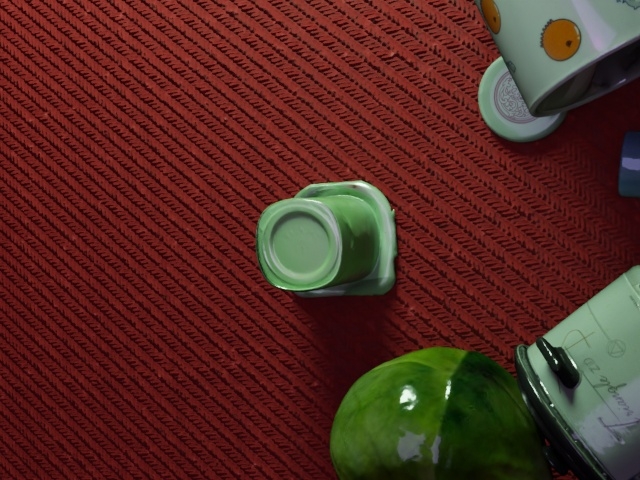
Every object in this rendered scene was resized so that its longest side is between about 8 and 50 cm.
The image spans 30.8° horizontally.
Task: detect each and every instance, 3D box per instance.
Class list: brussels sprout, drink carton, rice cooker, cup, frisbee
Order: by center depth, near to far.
[{"bbox_3d":[0.331,0.167,1.222,0.227,0.280,0.241,-41,37,13],"label":"rice cooker"},{"bbox_3d":[0.249,-0.320,1.247,0.212,0.212,0.317,-29,81,19],"label":"cup"},{"bbox_3d":[0.149,0.244,1.309,0.271,0.219,0.210,44,124,-6],"label":"brussels sprout"},{"bbox_3d":[0.238,-0.170,1.362,0.110,0.014,0.110,1,92,21],"label":"frisbee"},{"bbox_3d":[0.000,0.000,1.391,0.146,0.142,0.144,-3,90,23],"label":"drink carton"}]

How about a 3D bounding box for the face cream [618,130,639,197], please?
[{"bbox_3d":[0.452,-0.071,1.250,0.250,0.077,0.077,8,95,20],"label":"face cream"}]
